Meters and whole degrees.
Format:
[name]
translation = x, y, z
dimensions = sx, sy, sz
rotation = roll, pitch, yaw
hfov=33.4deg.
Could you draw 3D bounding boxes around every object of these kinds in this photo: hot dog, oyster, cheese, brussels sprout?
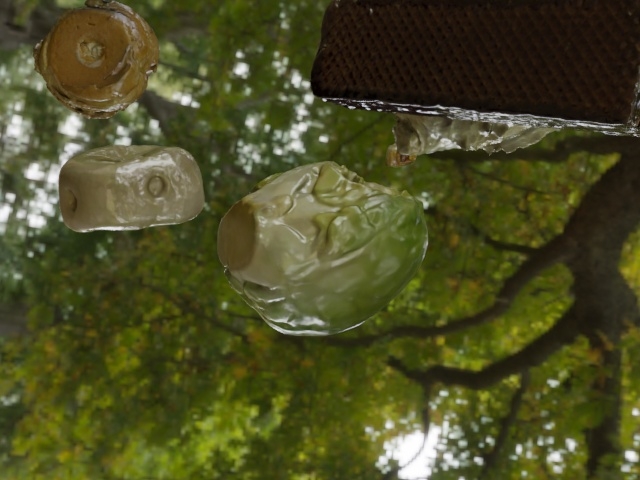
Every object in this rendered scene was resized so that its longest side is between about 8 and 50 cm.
[hot dog]
translation = 0.120, -0.124, 1.489
dimensions = 0.090, 0.034, 0.030
rotation = -37, 138, -58
[oyster]
translation = 0.220, -0.206, 1.223
dimensions = 0.354, 0.107, 0.201
rotation = -45, -103, 25
[cheese]
translation = -0.284, -0.081, 1.617
dimensions = 0.235, 0.218, 0.117
rotation = -76, 162, -74
[brussels sprout]
translation = 0.000, 0.000, 1.660
dimensions = 0.344, 0.344, 0.268
rotation = -59, -135, 43

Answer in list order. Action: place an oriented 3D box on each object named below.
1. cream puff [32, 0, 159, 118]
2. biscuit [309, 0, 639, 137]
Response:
[cream puff]
translation = -0.234, -0.189, 1.133
dimensions = 0.119, 0.133, 0.104
rotation = 68, 17, 5
[biscuit]
translation = 0.145, -0.166, 0.986
dimensions = 0.388, 0.073, 0.107
rotation = 13, -89, 45
